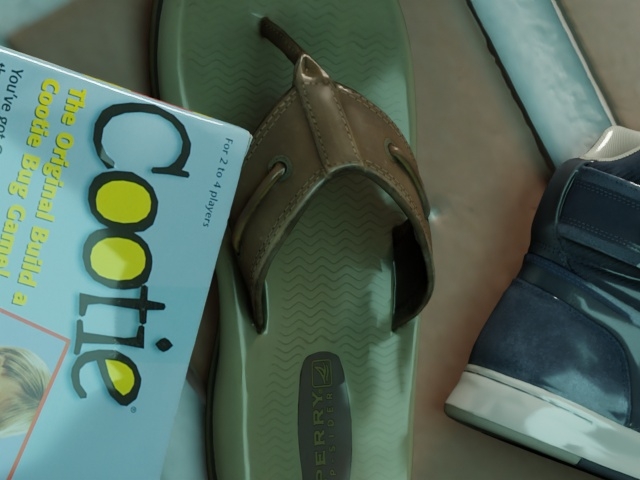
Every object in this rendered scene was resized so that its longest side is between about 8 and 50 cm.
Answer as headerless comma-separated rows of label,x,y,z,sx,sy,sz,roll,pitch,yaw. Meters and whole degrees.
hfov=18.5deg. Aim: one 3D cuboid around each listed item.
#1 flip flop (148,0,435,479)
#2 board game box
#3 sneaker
flip flop,0.000,0.000,0.752,0.112,0.080,0.277,-3,91,-26
board game box,-0.187,-0.006,0.628,0.275,0.142,0.144,18,82,-24
sneaker,0.180,0.042,0.834,0.226,0.086,0.163,26,81,-22
